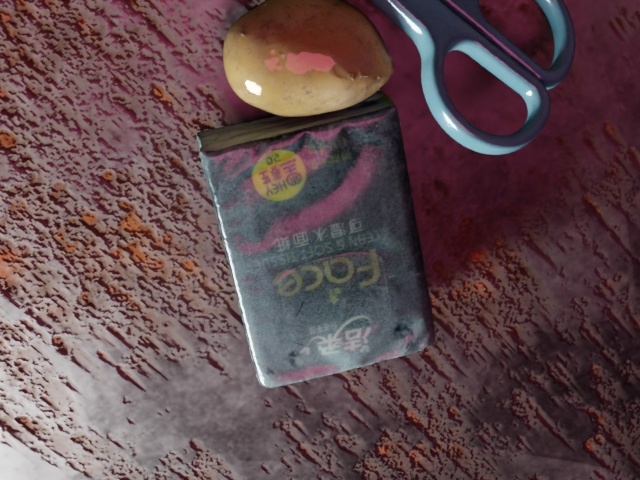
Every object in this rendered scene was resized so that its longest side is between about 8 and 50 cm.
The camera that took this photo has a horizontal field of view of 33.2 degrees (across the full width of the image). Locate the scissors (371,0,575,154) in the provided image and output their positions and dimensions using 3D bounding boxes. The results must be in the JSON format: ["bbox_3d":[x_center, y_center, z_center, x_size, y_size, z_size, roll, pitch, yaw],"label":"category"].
[{"bbox_3d":[0.033,-0.253,0.914,0.447,0.029,0.193,36,64,-14],"label":"scissors"}]

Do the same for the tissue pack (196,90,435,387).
[{"bbox_3d":[0.000,0.000,1.034,0.185,0.081,0.257,-13,116,-3],"label":"tissue pack"}]

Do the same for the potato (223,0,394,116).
[{"bbox_3d":[-0.012,-0.164,0.940,0.147,0.112,0.112,-5,116,-16],"label":"potato"}]
